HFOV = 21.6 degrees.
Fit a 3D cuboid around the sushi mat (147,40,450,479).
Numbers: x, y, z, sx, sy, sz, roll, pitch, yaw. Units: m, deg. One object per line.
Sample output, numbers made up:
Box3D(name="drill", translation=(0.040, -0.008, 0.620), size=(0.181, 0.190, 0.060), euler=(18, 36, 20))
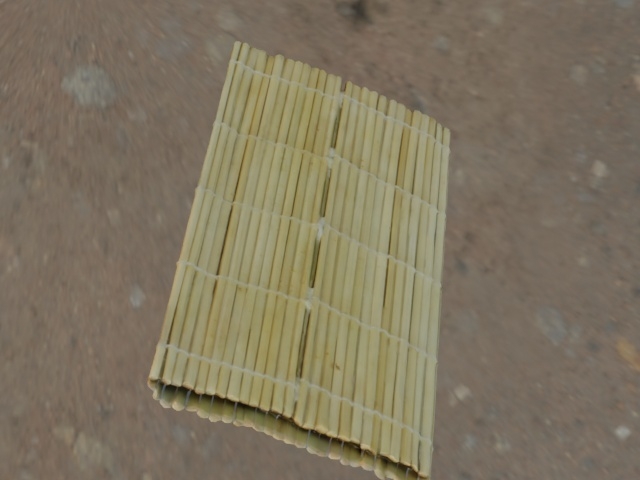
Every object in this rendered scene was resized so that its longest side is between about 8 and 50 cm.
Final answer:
Box3D(name="sushi mat", translation=(0.000, 0.000, 0.929), size=(0.151, 0.316, 0.019), euler=(21, 126, -9))
